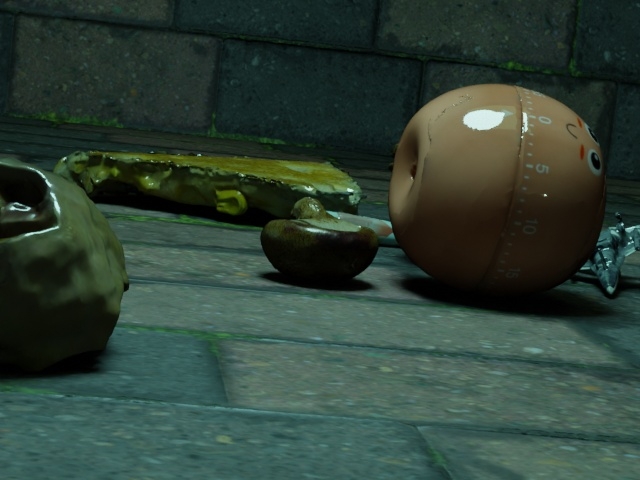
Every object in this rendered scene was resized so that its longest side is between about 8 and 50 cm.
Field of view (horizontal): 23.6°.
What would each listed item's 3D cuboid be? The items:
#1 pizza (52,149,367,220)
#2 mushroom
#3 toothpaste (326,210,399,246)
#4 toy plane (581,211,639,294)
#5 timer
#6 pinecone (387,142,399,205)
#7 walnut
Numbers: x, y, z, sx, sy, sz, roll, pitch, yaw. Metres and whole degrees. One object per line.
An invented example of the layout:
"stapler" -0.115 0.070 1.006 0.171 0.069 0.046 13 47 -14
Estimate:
"pizza" -0.110 -0.080 2.203 0.435 0.080 0.392 10 8 18
"mushroom" 0.000 0.000 1.613 0.127 0.087 0.127 3 5 0
"toothpaste" 0.092 -0.008 1.987 0.205 0.036 0.056 9 7 -15
"toy plane" 0.343 0.015 1.841 0.160 0.082 0.234 -19 0 14
"timer" 0.191 -0.053 1.641 0.214 0.230 0.229 10 6 -14
"pinecone" 0.179 -0.048 1.846 0.212 0.169 0.185 18 -10 -13
"walnut" -0.235 0.007 1.160 0.238 0.141 0.204 15 6 36
